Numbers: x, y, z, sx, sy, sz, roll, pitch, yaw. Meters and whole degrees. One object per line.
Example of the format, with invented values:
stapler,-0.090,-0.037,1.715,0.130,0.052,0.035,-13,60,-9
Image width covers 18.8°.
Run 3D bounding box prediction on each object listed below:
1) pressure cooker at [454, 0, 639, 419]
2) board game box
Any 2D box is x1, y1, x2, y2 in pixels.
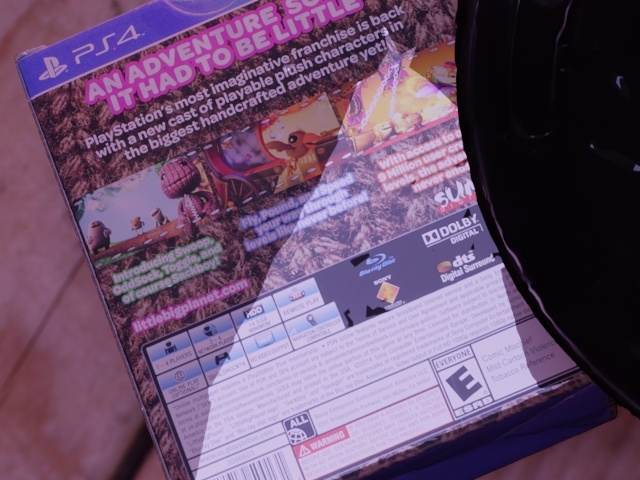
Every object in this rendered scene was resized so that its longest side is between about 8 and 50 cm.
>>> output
pressure cooker,0.281,-0.102,0.915,0.376,0.420,0.369,-3,105,19
board game box,0.000,0.000,1.064,0.232,0.141,0.291,-23,72,2
